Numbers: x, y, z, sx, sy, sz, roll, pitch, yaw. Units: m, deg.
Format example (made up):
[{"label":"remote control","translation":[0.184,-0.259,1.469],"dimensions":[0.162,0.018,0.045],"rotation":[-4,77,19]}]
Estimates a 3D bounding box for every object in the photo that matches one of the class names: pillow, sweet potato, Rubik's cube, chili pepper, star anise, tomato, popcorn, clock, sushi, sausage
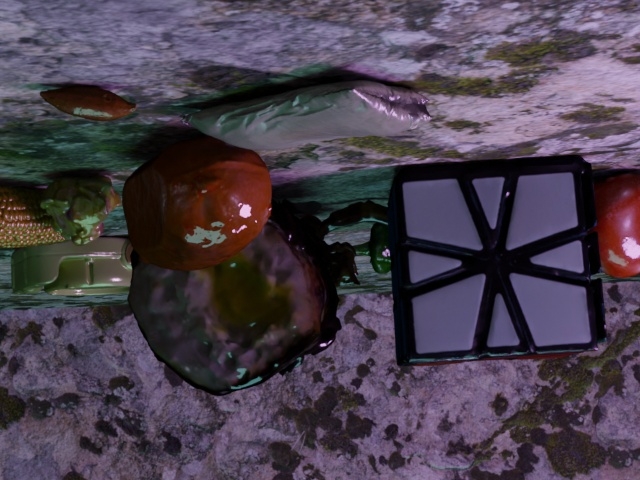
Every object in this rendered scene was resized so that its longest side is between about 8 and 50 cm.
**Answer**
[{"label":"pillow","translation":[-0.015,-0.130,1.221],"dimensions":[0.230,0.050,0.148],"rotation":[-9,165,35]},{"label":"sweet potato","translation":[-0.229,-0.136,1.136],"dimensions":[0.095,0.034,0.034],"rotation":[9,169,-16]},{"label":"Rubik's cube","translation":[0.250,0.042,1.728],"dimensions":[0.294,0.288,0.283],"rotation":[-1,171,-2]},{"label":"chili pepper","translation":[0.192,0.002,2.117],"dimensions":[0.271,0.099,0.136],"rotation":[-10,-164,7]},{"label":"star anise","translation":[0.005,0.010,1.956],"dimensions":[0.347,0.148,0.237],"rotation":[-8,-166,16]},{"label":"tomato","translation":[0.469,-0.027,1.778],"dimensions":[0.167,0.167,0.167],"rotation":[-3,172,0]},{"label":"popcorn","translation":[-0.327,-0.050,1.565],"dimensions":[0.097,0.089,0.109],"rotation":[36,149,-15]},{"label":"clock","translation":[-0.428,0.052,2.220],"dimensions":[0.308,0.096,0.235],"rotation":[-1,171,-26]},{"label":"sushi","translation":[-0.121,0.070,1.724],"dimensions":[0.281,0.299,0.294],"rotation":[-19,173,9]},{"label":"sausage","translation":[-0.151,-0.043,1.401],"dimensions":[0.141,0.153,0.268],"rotation":[-11,176,-23]}]

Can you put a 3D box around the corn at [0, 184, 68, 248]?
[{"label":"corn","translation":[-0.435,-0.034,1.599],"dimensions":[0.091,0.091,0.260],"rotation":[-35,158,33]}]
